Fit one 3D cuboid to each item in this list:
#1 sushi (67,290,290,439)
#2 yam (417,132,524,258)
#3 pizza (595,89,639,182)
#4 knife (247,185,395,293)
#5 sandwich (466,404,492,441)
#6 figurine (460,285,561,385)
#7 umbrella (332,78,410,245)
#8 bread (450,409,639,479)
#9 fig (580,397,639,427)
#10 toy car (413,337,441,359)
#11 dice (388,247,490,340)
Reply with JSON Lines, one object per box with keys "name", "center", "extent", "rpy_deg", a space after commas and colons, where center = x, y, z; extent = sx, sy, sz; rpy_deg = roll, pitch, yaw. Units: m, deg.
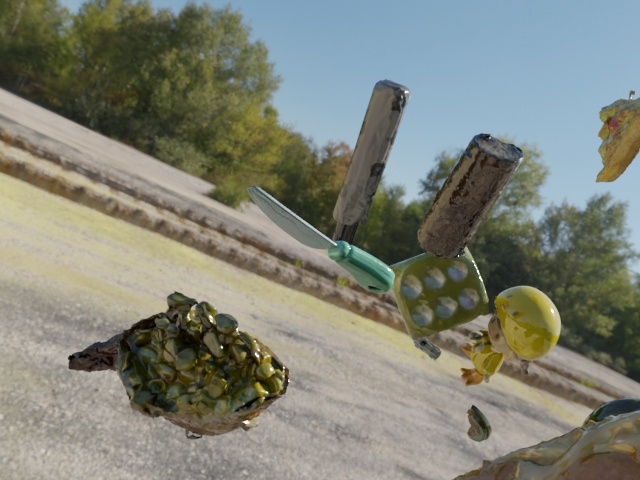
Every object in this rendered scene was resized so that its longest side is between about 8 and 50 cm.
{"name": "sushi", "center": [-0.193, 0.183, 0.789], "extent": [0.297, 0.166, 0.179], "rpy_deg": [22, -23, 21]}
{"name": "yam", "center": [0.313, -0.094, 1.173], "extent": [0.131, 0.279, 0.131], "rpy_deg": [13, 40, -11]}
{"name": "pizza", "center": [0.821, -0.312, 1.519], "extent": [0.075, 0.279, 0.287], "rpy_deg": [16, 30, 0]}
{"name": "knife", "center": [-0.001, 0.000, 0.727], "extent": [0.260, 0.034, 0.063], "rpy_deg": [34, -23, -28]}
{"name": "sandwich", "center": [0.412, 0.486, 1.434], "extent": [0.067, 0.029, 0.135], "rpy_deg": [23, -39, 45]}
{"name": "figurine", "center": [0.523, 0.273, 1.552], "extent": [0.187, 0.343, 0.215], "rpy_deg": [12, 48, -18]}
{"name": "umbrella", "center": [0.090, -0.142, 1.066], "extent": [0.067, 0.337, 0.073], "rpy_deg": [-2, 30, -39]}
{"name": "bread", "center": [0.337, 0.390, 0.514], "extent": [0.279, 0.390, 0.371], "rpy_deg": [44, 25, -25]}
{"name": "fig", "center": [0.678, 0.474, 1.200], "extent": [0.240, 0.239, 0.271], "rpy_deg": [27, -23, 14]}
{"name": "toy car", "center": [0.324, 0.323, 1.665], "extent": [0.093, 0.041, 0.025], "rpy_deg": [36, -10, 21]}
{"name": "dice", "center": [0.331, 0.144, 1.566], "extent": [0.233, 0.238, 0.226], "rpy_deg": [34, 36, -83]}
